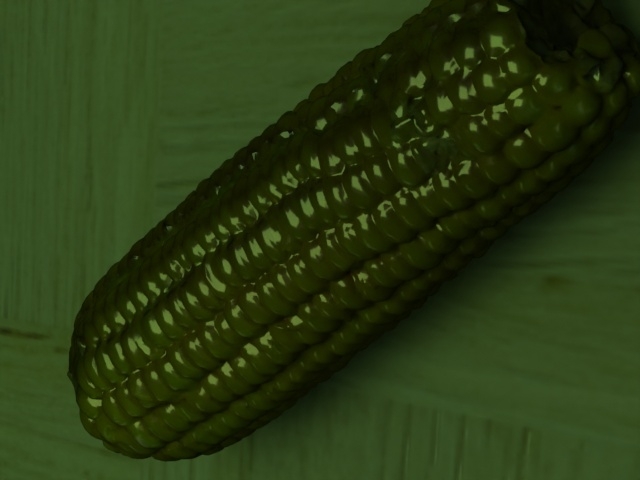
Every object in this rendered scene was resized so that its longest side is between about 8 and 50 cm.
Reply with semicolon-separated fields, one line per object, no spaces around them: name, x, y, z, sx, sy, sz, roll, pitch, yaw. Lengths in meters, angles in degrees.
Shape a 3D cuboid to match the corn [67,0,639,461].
corn;0.000;0.000;0.668;0.363;0.120;0.120;-36;67;33
